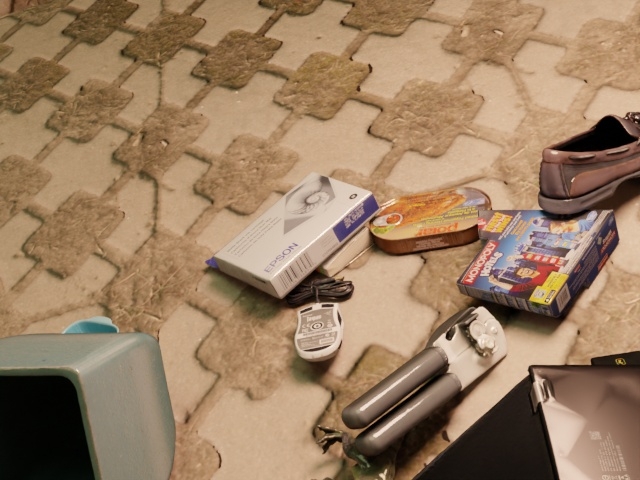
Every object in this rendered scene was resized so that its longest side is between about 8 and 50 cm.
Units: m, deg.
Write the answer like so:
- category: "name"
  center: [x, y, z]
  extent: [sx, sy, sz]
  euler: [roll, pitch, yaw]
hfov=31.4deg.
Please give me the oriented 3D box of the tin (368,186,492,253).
- category: "tin"
  center: [0.168, -0.030, 1.728]
  extent: [0.189, 0.040, 0.106]
  euler: [-8, 34, 16]

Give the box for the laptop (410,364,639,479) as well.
- category: "laptop"
  center: [0.285, 0.338, 1.149]
  extent: [0.407, 0.236, 0.382]
  euler: [-1, 38, -1]

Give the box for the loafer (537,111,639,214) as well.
- category: "loafer"
  center: [0.419, -0.136, 1.636]
  extent: [0.302, 0.095, 0.109]
  euler: [-31, 29, -35]

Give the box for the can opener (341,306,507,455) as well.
- category: "can opener"
  center: [0.133, 0.174, 1.431]
  extent: [0.280, 0.074, 0.093]
  euler: [-33, 6, -37]

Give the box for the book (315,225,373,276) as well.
- category: "book"
  center: [0.000, 0.000, 1.784]
  extent: [0.096, 0.035, 0.144]
  euler: [-40, 38, -21]

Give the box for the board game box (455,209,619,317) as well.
- category: "board game box"
  center: [0.282, 0.024, 1.582]
  extent: [0.194, 0.060, 0.194]
  euler: [12, 48, 39]

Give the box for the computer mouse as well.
- category: "computer mouse"
  center: [-0.002, 0.119, 1.628]
  extent: [0.106, 0.042, 0.193]
  euler: [-11, 32, 8]

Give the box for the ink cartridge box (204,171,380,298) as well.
- category: "ink cartridge box"
  center: [-0.054, -0.019, 1.777]
  extent: [0.223, 0.045, 0.224]
  euler: [-42, 33, -21]

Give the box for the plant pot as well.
- category: "plant pot"
  center: [-0.319, 0.235, 1.481]
  extent: [0.247, 0.247, 0.252]
  euler: [-3, 14, 25]

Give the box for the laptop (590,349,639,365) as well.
- category: "laptop"
  center: [0.468, 0.144, 1.263]
  extent: [0.264, 0.137, 0.234]
  euler: [-8, 35, -4]

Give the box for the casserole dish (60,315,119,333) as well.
- category: "casserole dish"
  center: [-0.376, 0.192, 1.730]
  extent: [0.114, 0.037, 0.188]
  euler: [6, 46, 33]

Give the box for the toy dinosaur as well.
- category: "toy dinosaur"
  center: [0.046, 0.276, 1.390]
  extent: [0.118, 0.064, 0.268]
  euler: [-2, 35, 23]
